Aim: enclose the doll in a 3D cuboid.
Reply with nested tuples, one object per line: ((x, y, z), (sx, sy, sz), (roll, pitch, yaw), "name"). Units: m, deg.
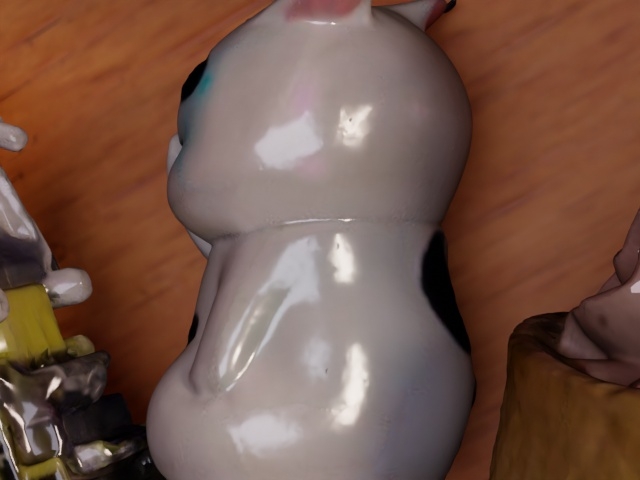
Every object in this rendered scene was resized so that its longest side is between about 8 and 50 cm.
((-0.003, 0.007, 0.585), (0.107, 0.110, 0.181), (-2, 88, 14), "doll")

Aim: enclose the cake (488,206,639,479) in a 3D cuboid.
((0.152, 0.047, 0.505), (0.185, 0.207, 0.178), (20, 93, 56), "cake")

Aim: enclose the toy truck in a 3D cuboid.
((-0.119, 0.044, 0.604), (0.111, 0.136, 0.286), (-22, 87, 20), "toy truck")
